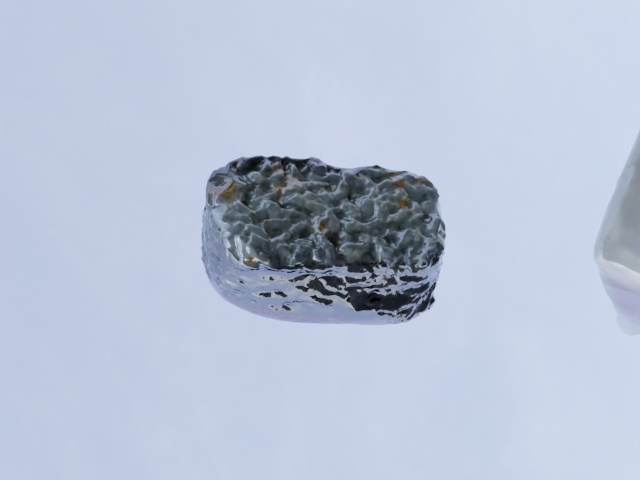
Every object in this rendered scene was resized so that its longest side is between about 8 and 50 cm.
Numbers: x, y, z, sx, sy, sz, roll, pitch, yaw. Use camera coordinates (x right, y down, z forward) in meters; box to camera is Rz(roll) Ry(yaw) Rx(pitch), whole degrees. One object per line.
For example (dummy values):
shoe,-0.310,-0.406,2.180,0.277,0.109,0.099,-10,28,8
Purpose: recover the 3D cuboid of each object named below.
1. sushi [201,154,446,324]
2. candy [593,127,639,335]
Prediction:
sushi,0.000,0.000,1.007,0.225,0.126,0.136,2,-130,1
candy,0.364,-0.078,0.927,0.358,0.145,0.208,-62,-29,-12
